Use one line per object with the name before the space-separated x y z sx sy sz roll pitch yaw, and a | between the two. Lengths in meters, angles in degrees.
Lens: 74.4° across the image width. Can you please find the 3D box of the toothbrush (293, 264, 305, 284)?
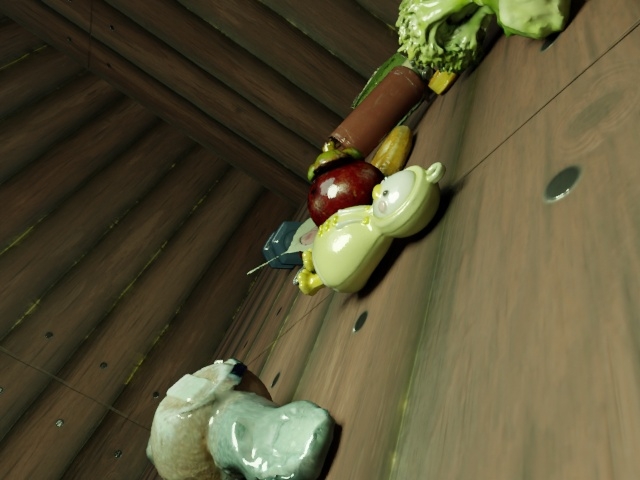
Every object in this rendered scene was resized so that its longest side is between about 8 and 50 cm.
toothbrush | -0.001 0.000 1.330 0.321 0.023 0.031 -60 16 -16

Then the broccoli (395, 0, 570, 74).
broccoli | 0.266 -0.418 0.728 0.353 0.274 0.398 53 -156 -68

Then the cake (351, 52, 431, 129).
cake | 0.241 -0.477 1.260 0.172 0.157 0.283 -59 9 -22

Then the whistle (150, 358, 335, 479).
whistle | -0.101 0.267 0.565 0.347 0.189 0.189 -15 38 45

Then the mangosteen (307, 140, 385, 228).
mangosteen | 0.046 -0.102 0.840 0.200 0.199 0.200 -55 8 12

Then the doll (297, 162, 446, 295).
doll | 0.070 -0.018 0.636 0.296 0.117 0.141 -51 13 38

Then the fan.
fan | -0.052 0.005 1.063 0.309 0.010 0.182 -31 32 -5

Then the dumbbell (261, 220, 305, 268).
dumbbell | -0.116 0.025 1.496 0.325 0.159 0.145 156 114 -75

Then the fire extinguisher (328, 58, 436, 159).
fire extinguisher | 0.177 -0.327 1.052 0.337 0.106 0.147 -46 -38 -4

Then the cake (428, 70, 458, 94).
cake | 0.293 -0.386 0.990 0.084 0.044 0.084 -55 7 10

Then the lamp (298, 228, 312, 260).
lamp | -0.016 0.017 1.126 0.101 0.090 0.101 -34 -46 -44

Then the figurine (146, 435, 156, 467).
figurine | -0.363 0.509 1.145 0.236 0.133 0.176 -53 0 11

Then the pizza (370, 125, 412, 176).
pizza | 0.150 -0.171 0.988 0.161 0.062 0.182 -40 22 41
